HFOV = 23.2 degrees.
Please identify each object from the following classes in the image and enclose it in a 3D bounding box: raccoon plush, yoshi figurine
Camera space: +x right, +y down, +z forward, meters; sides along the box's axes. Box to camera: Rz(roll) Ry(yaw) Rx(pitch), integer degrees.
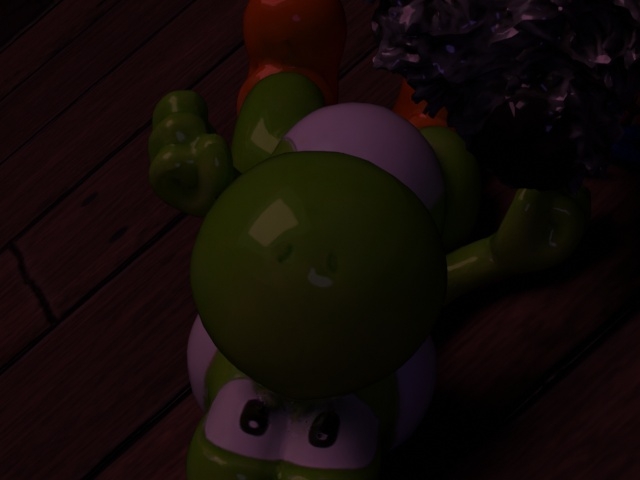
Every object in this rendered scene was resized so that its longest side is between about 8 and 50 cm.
[{"bbox_3d":[0.194,-0.209,0.723,0.299,0.216,0.446,-26,14,33],"label":"raccoon plush"},{"bbox_3d":[0.015,-0.018,0.773,0.203,0.203,0.362,-21,31,23],"label":"yoshi figurine"}]

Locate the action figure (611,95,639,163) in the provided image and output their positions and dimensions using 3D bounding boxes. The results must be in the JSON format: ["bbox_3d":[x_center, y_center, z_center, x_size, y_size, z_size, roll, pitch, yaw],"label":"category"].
[{"bbox_3d":[0.160,-0.052,0.823,0.038,0.030,0.115,-52,23,-16],"label":"action figure"}]
